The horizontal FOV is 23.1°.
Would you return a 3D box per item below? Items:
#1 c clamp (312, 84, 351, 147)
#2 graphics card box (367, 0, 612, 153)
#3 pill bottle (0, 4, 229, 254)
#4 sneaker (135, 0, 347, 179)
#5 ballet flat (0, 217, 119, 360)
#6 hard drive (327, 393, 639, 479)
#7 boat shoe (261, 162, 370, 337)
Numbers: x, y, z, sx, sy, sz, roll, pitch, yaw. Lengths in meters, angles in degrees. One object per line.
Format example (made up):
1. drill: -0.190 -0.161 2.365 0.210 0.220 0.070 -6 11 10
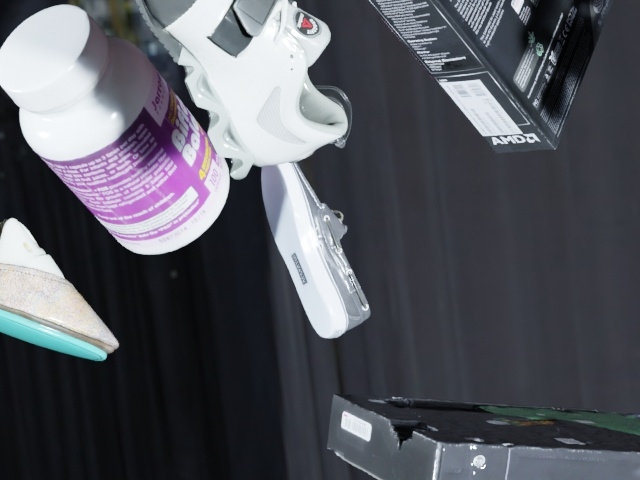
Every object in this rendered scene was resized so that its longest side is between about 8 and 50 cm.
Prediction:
1. c clamp: -0.019 -0.169 2.364 0.160 0.137 0.022 -8 -6 -28
2. graphics card box: 0.168 -0.293 1.693 0.094 0.233 0.371 -3 -36 43
3. pill bottle: -0.241 -0.129 1.814 0.169 0.169 0.301 -3 -34 28
4. sneaker: -0.072 -0.209 1.456 0.146 0.330 0.122 -13 42 18
5. ballet flat: -0.329 0.021 1.439 0.316 0.106 0.107 16 -14 -5
6. hard drive: 0.204 0.197 1.429 0.339 0.064 0.237 5 3 -23
7. boat shoe: 0.000 0.000 1.862 0.076 0.228 0.080 -19 -7 -28
